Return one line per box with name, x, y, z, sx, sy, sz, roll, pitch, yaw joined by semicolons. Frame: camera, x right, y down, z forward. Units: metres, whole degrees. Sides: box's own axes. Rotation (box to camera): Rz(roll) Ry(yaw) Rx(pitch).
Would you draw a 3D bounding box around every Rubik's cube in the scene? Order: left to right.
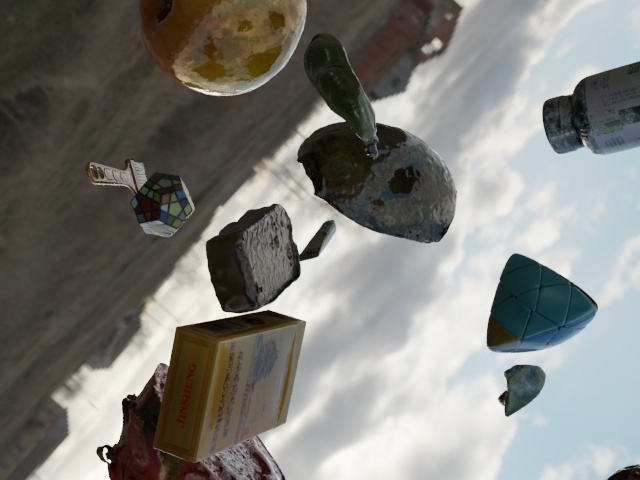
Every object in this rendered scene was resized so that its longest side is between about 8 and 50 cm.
Rubik's cube;-0.319;-0.072;1.924;0.133;0.112;0.133;-49;-174;7
Rubik's cube;0.453;0.149;2.144;0.254;0.254;0.254;-47;-173;7

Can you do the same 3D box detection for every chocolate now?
chocolate;-0.115;0.028;1.623;0.093;0.148;0.214;-7;-167;19

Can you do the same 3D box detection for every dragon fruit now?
dragon fruit;-0.243;0.427;1.755;0.249;0.371;0.386;-42;-171;5

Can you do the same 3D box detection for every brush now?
brush;-0.401;-0.127;1.896;0.017;0.090;0.314;-18;177;10

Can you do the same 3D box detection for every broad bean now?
broad bean;0.016;-0.165;0.980;0.046;0.195;0.061;-20;141;-4

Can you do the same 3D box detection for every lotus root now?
lotus root;0.124;-0.117;1.749;0.142;0.314;0.210;-54;-135;25

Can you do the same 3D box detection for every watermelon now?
watermelon;0.479;0.339;2.268;0.155;0.101;0.080;-21;-174;-15

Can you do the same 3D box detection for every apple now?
apple;-0.180;-0.397;1.637;0.275;0.299;0.299;-9;152;-50

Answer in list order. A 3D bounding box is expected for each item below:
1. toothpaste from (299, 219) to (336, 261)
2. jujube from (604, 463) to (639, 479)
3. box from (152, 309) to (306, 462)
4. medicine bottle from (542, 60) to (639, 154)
toothpaste;0.000;0.000;1.891;0.049;0.031;0.204;-14;-163;21
jujube;0.596;0.555;1.864;0.250;0.174;0.174;-41;-175;-17
box;-0.124;0.203;1.380;0.274;0.076;0.174;-3;107;-66
medicine bottle;0.527;-0.226;1.595;0.293;0.141;0.141;-14;-155;32
